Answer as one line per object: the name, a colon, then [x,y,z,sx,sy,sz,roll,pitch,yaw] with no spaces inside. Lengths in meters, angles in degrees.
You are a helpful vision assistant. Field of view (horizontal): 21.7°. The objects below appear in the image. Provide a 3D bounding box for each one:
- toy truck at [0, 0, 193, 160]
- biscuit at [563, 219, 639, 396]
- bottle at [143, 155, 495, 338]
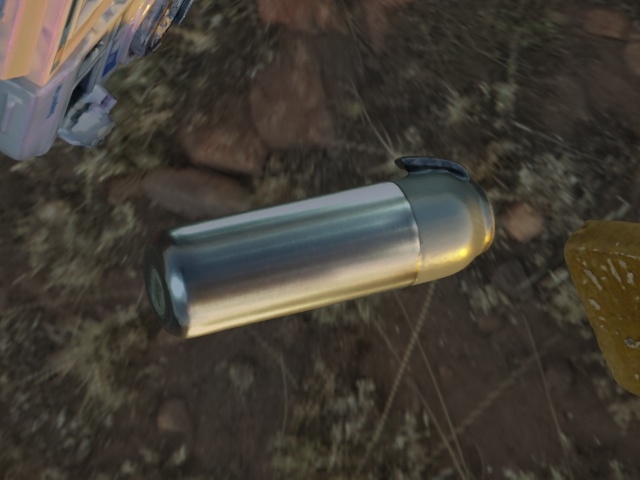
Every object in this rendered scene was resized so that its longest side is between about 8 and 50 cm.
toy truck: [-0.111,-0.135,0.644,0.124,0.268,0.155,32,56,0]
biscuit: [0.207,0.074,0.764,0.041,0.212,0.239,-38,77,-25]
bottle: [0.000,0.000,1.195,0.253,0.079,0.096,-12,90,-20]
